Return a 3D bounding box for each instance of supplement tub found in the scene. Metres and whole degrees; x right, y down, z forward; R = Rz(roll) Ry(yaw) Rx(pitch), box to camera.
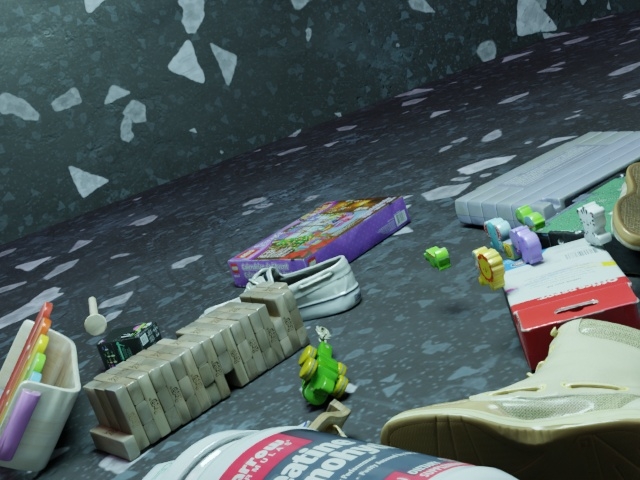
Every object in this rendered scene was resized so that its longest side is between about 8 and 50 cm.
[{"bbox_3d":[0.014,0.236,0.660,0.272,0.191,0.191,0,23,47],"label":"supplement tub"}]

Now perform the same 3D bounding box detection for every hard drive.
[{"bbox_3d":[0.483,-0.025,1.274,0.237,0.064,0.339,-28,19,-31],"label":"hard drive"}]

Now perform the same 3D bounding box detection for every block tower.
[{"bbox_3d":[-0.161,0.166,1.279,0.335,0.097,0.091,-31,20,-37],"label":"block tower"}]

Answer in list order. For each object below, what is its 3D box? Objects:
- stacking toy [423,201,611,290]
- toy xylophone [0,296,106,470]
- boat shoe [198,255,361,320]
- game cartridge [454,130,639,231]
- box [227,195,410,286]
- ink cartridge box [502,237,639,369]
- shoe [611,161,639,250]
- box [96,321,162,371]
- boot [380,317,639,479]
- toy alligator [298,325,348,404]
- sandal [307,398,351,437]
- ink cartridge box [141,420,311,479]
[{"bbox_3d":[0.244,-0.004,1.204,0.167,0.052,0.221,-21,12,-12],"label":"stacking toy"},{"bbox_3d":[-0.386,0.184,1.304,0.081,0.236,0.322,24,-6,-19],"label":"toy xylophone"},{"bbox_3d":[-0.074,0.086,1.464,0.267,0.088,0.096,-13,17,17],"label":"boat shoe"},{"bbox_3d":[0.432,-0.106,1.621,0.355,0.068,0.230,-26,13,-26],"label":"game cartridge"},{"bbox_3d":[0.000,0.000,1.732,0.201,0.057,0.293,-3,21,44],"label":"box"},{"bbox_3d":[0.292,0.077,1.105,0.134,0.078,0.231,-16,15,9],"label":"ink cartridge box"},{"bbox_3d":[0.410,-0.033,1.184,0.076,0.058,0.219,10,29,19],"label":"shoe"},{"bbox_3d":[-0.302,0.170,1.498,0.083,0.052,0.062,-12,15,23],"label":"box"},{"bbox_3d":[0.204,0.155,0.903,0.261,0.095,0.203,-9,18,23],"label":"boot"},{"bbox_3d":[-0.004,0.165,1.194,0.051,0.056,0.190,-57,10,12],"label":"toy alligator"},{"bbox_3d":[0.016,0.221,0.934,0.088,0.079,0.240,-59,-8,9],"label":"sandal"},{"bbox_3d":[-0.129,0.272,0.899,0.224,0.045,0.223,-22,11,32],"label":"ink cartridge box"}]
